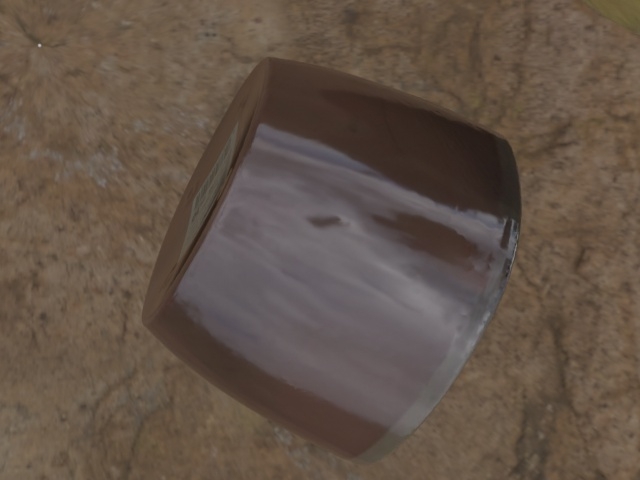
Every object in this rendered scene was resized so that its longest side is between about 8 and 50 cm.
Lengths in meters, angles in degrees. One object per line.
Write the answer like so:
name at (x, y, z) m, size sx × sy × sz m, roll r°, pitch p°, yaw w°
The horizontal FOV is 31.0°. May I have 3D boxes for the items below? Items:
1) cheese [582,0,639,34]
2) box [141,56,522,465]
cheese at (0.294, -0.332, 1.043) m, size 0.384 × 0.384 × 0.104 m, roll 42°, pitch 84°, yaw -16°
box at (0.000, 0.000, 0.932) m, size 0.216 × 0.301 × 0.301 m, roll 27°, pitch 92°, yaw -12°
